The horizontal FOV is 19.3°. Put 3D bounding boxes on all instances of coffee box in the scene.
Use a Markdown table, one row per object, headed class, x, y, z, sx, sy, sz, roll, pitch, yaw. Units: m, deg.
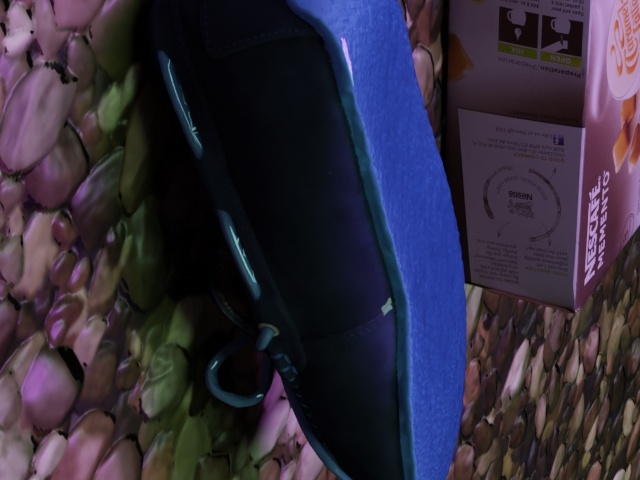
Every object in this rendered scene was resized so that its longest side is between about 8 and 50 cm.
| class | x | y | z | sx | sy | sz | roll | pitch | yaw |
| --- | --- | --- | --- | --- | --- | --- | --- | --- | --- |
| coffee box | 0.150 | -0.098 | 1.210 | 0.141 | 0.098 | 0.246 | -44 | 140 | -50 |

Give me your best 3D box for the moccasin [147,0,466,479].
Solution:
| class | x | y | z | sx | sy | sz | roll | pitch | yaw |
| --- | --- | --- | --- | --- | --- | --- | --- | --- | --- |
| moccasin | 0.000 | 0.000 | 0.933 | 0.138 | 0.117 | 0.342 | -67 | 152 | -49 |
